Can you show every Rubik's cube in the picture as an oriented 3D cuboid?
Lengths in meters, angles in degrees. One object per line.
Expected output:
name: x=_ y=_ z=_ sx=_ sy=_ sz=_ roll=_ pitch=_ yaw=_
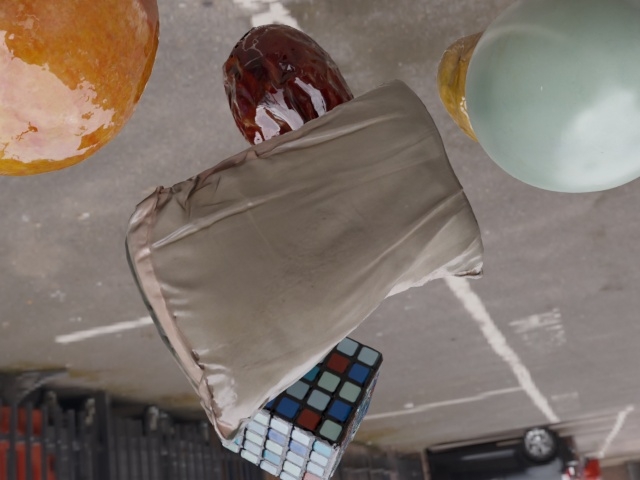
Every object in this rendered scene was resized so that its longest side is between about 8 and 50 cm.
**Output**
Rubik's cube: x=-0.028 y=0.247 z=1.350 sx=0.184 sy=0.182 sz=0.187 roll=27 pitch=143 yaw=10

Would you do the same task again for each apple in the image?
apple: x=-0.301 y=-0.218 z=0.819 sx=0.299 sy=0.299 sz=0.275 roll=-7 pitch=167 yaw=-3

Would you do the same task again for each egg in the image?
egg: x=0.278 y=-0.164 z=0.957 sx=0.230 sy=0.230 sz=0.371 roll=-9 pitch=-169 yaw=2

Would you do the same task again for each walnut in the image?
walnut: x=0.304 y=-0.268 z=1.545 sx=0.195 sy=0.195 sz=0.222 roll=-19 pitch=150 yaw=31

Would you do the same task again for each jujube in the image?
jujube: x=-0.039 y=-0.205 z=1.306 sx=0.183 sy=0.243 sz=0.183 roll=-38 pitch=-171 yaw=7

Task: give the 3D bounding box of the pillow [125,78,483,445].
pillow: x=0.000 y=0.000 z=0.619 sx=0.270 sy=0.173 sz=0.067 roll=-28 pitch=171 yaw=-27
